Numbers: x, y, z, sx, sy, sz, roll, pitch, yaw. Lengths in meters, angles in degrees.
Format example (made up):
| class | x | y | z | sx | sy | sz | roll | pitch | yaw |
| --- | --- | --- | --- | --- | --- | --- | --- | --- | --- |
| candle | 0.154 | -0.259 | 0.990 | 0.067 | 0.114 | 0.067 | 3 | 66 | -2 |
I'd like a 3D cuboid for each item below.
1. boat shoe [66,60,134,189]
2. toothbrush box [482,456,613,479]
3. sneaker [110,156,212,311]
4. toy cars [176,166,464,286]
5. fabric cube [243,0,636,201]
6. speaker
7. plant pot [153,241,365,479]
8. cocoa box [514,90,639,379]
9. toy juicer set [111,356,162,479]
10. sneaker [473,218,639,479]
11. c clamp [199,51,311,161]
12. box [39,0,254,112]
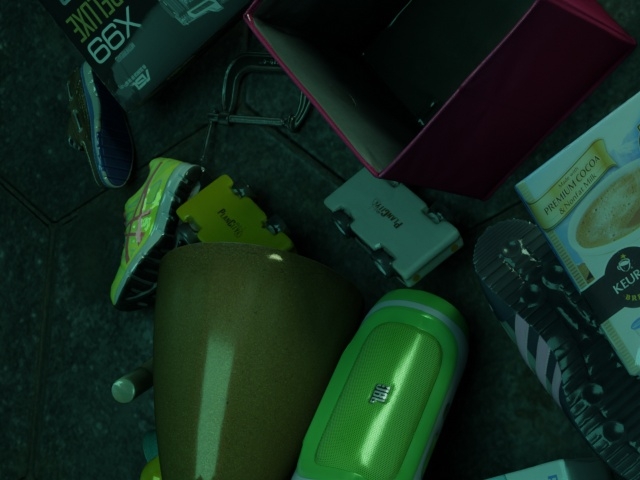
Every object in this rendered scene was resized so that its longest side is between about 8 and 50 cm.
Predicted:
| class | x | y | z | sx | sy | sz | roll | pitch | yaw |
| --- | --- | --- | --- | --- | --- | --- | --- | --- | --- |
| boat shoe | -0.290 | -0.143 | 2.077 | 0.066 | 0.066 | 0.183 | -24 | 64 | 33 |
| toothbrush box | 0.179 | 0.367 | 1.703 | 0.295 | 0.126 | 0.216 | -22 | 74 | 29 |
| sneaker | -0.213 | -0.011 | 2.013 | 0.094 | 0.081 | 0.208 | 30 | 95 | 37 |
| toy cars | 0.000 | 0.000 | 1.865 | 0.393 | 0.087 | 0.176 | -3 | 48 | 30 |
| fabric cube | 0.131 | -0.224 | 1.708 | 0.259 | 0.258 | 0.254 | -48 | 63 | 19 |
| speaker | 0.063 | 0.195 | 1.707 | 0.131 | 0.131 | 0.296 | 0 | 47 | 32 |
| plant pot | -0.086 | 0.165 | 1.761 | 0.237 | 0.237 | 0.254 | -6 | 61 | 31 |
| cocoa box | 0.411 | -0.052 | 1.534 | 0.347 | 0.231 | 0.228 | -38 | 68 | 23 |
| toy juicer set | -0.173 | 0.268 | 1.880 | 0.089 | 0.209 | 0.329 | -40 | 67 | 13 |
| sneaker | 0.276 | 0.123 | 1.669 | 0.112 | 0.131 | 0.319 | -30 | 65 | -1 |
| c clamp | -0.073 | -0.165 | 1.969 | 0.160 | 0.022 | 0.137 | 0 | 81 | 33 |
| box | -0.203 | -0.336 | 1.942 | 0.307 | 0.076 | 0.242 | -36 | 93 | 38 |
